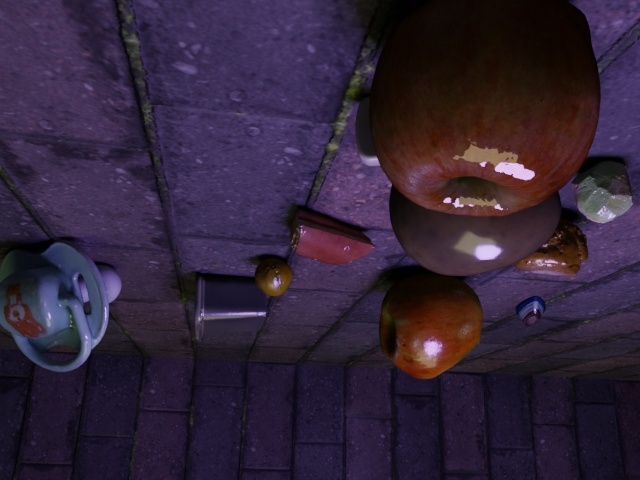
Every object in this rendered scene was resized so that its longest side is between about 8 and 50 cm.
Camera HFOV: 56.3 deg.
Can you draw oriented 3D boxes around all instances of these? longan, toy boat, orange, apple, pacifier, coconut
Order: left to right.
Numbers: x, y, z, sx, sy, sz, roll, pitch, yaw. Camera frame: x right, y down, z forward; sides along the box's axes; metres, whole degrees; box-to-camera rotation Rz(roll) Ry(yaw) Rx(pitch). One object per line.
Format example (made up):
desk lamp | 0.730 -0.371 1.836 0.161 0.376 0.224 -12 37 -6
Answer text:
pacifier | -0.558 0.133 1.341 0.343 0.288 0.269 -5 -174 31
orange | -0.104 0.080 1.334 0.085 0.085 0.095 1 153 1
apple | 0.261 0.196 1.396 0.226 0.246 0.246 -3 162 -11
longan | 0.194 -0.049 0.781 0.220 0.197 0.196 -5 161 39
apple | 0.150 -0.126 0.563 0.211 0.188 0.211 5 160 2
toy boat | 0.599 0.204 1.695 0.080 0.046 0.229 0 163 12
coconut | 0.407 -0.068 0.864 0.083 0.082 0.081 8 156 -12

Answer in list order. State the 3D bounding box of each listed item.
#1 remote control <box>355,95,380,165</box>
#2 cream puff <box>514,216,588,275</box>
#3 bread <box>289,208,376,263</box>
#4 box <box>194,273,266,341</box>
remote control | 0.135 -0.133 0.692 0.190 0.087 0.029 -1 162 11
cream puff | 0.399 0.008 1.052 0.144 0.103 0.126 16 169 -36
bread | 0.000 0.001 1.116 0.192 0.067 0.119 18 155 -38
box | -0.241 0.181 1.566 0.178 0.138 0.274 1 162 -11
